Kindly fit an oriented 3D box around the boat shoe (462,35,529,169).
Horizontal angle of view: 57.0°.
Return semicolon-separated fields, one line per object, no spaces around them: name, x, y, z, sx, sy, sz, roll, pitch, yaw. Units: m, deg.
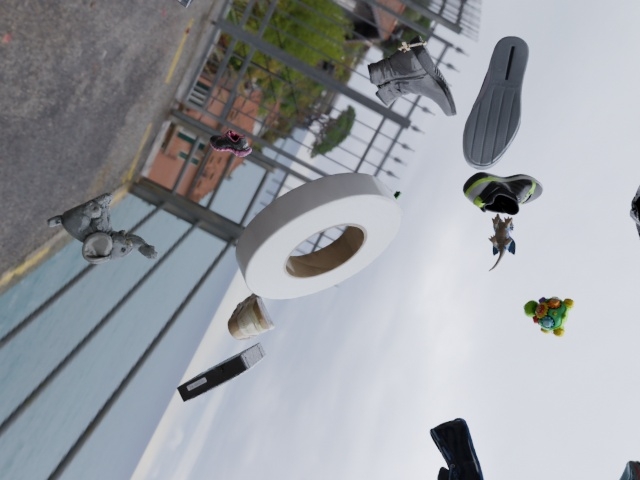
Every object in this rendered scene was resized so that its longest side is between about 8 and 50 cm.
boat shoe;0.380;-0.284;1.261;0.094;0.109;0.302;53;56;-74

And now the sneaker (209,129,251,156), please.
sneaker;-0.215;-0.237;1.385;0.047;0.119;0.057;-50;144;-36

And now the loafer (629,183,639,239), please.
loafer;0.603;-0.063;1.061;0.095;0.109;0.302;-40;146;-7

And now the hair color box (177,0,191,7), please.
hair color box;-0.354;-0.611;1.097;0.105;0.347;0.174;-59;-160;-11

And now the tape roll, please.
tape roll;0.000;0.000;1.344;0.072;0.392;0.392;64;-38;28

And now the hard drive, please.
hard drive;-0.325;0.444;2.009;0.237;0.064;0.339;-27;176;2

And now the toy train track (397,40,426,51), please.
toy train track;0.260;-0.550;1.672;0.048;0.083;0.014;22;68;-60

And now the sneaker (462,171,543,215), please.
sneaker;0.412;-0.088;1.299;0.084;0.235;0.097;-61;-138;41

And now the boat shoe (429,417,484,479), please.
boat shoe;0.262;0.455;1.110;0.258;0.089;0.109;-89;165;-66

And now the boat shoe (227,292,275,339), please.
boat shoe;-0.205;0.220;1.681;0.110;0.121;0.341;-26;175;-4

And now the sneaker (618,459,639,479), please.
sneaker;0.609;0.582;1.255;0.261;0.125;0.104;-64;160;-8

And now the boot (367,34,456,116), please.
boot;0.320;-0.532;2.064;0.223;0.338;0.118;-28;-147;20

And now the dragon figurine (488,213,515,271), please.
dragon figurine;0.671;0.006;2.169;0.144;0.085;0.289;53;40;-52

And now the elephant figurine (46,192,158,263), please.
elephant figurine;-0.635;-0.005;1.735;0.186;0.239;0.169;-15;-163;35

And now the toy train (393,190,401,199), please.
toy train;0.191;-0.106;1.527;0.083;0.017;0.023;-45;156;-54

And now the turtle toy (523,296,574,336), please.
turtle toy;0.536;0.172;1.401;0.095;0.066;0.130;-69;-166;-5
